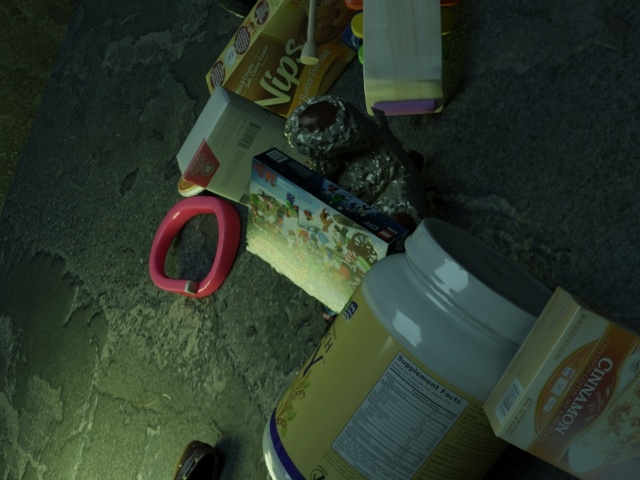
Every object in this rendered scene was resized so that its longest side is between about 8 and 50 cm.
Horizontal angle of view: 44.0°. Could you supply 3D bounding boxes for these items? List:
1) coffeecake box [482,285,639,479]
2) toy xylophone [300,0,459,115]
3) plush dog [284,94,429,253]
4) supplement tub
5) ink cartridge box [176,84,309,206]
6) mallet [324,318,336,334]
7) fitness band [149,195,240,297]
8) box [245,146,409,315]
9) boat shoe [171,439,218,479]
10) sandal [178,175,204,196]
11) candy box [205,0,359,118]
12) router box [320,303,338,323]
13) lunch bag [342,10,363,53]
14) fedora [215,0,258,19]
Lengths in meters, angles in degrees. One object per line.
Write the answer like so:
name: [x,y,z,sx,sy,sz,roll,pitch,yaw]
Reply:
coffeecake box: [0.272,0.151,0.737,0.142,0.185,0.068,-61,6,11]
toy xylophone: [0.097,-0.349,1.210,0.236,0.081,0.322,7,75,10]
plush dog: [0.031,-0.052,1.134,0.225,0.210,0.262,-38,81,24]
supplement tub: [0.109,0.166,0.903,0.331,0.241,0.241,-57,37,16]
ink cartridge box: [-0.115,-0.148,1.374,0.158,0.218,0.092,-56,32,18]
mallet: [0.040,0.209,1.158,0.039,0.062,0.189,-7,83,53]
fitness band: [-0.265,0.010,1.639,0.291,0.054,0.209,3,76,52]
box: [0.000,0.000,1.040,0.233,0.044,0.159,34,135,28]
boat shoe: [-0.231,0.449,1.356,0.073,0.073,0.207,5,77,56]
sandal: [-0.215,-0.176,1.614,0.265,0.076,0.102,-32,46,25]
candy box: [-0.042,-0.353,1.408,0.316,0.183,0.087,-48,40,28]
router box: [0.037,0.060,1.224,0.092,0.038,0.122,-43,43,31]
lunch bag: [0.089,-0.331,1.299,0.067,0.098,0.065,-58,39,7]
fedora: [-0.077,-0.531,1.518,0.152,0.334,0.334,113,168,-76]
